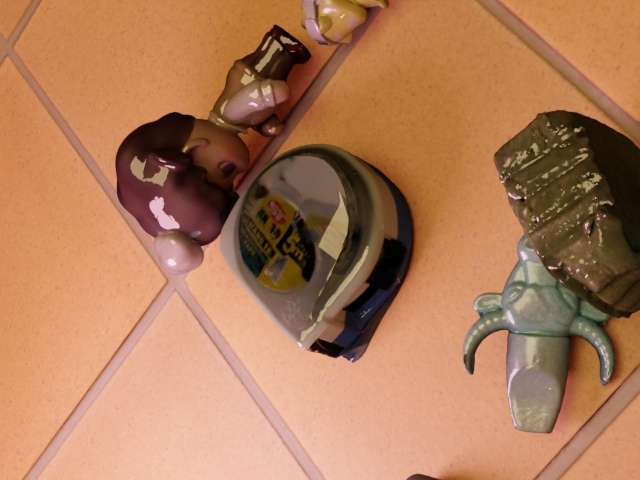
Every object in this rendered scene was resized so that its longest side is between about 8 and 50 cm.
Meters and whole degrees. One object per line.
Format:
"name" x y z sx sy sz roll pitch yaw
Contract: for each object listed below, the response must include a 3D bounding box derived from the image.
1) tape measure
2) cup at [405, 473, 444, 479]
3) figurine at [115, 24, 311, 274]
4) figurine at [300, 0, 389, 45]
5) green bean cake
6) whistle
"tape measure" -0.002 0.002 1.695 0.259 0.138 0.262 46 110 32
"cup" 0.149 0.357 1.565 0.077 0.078 0.100 13 121 44
"figurine" -0.142 -0.141 1.807 0.365 0.206 0.218 -38 19 -1
"figurine" 0.046 -0.369 1.728 0.208 0.128 0.184 13 93 34
"green bean cake" 0.322 -0.029 1.392 0.125 0.222 0.227 -40 57 25
"whistle" 0.273 0.101 1.494 0.186 0.093 0.274 3 87 12
